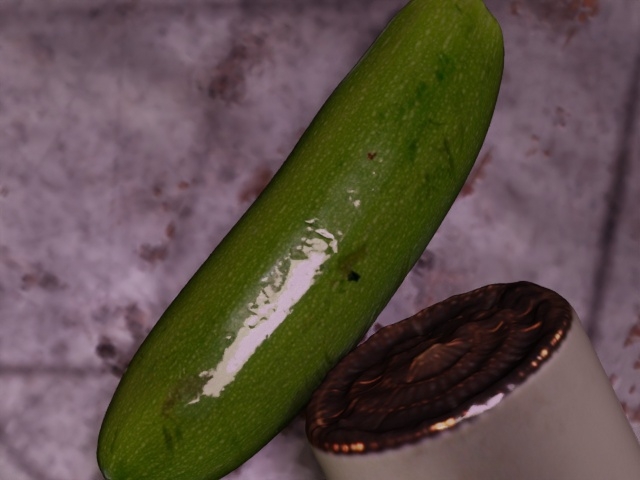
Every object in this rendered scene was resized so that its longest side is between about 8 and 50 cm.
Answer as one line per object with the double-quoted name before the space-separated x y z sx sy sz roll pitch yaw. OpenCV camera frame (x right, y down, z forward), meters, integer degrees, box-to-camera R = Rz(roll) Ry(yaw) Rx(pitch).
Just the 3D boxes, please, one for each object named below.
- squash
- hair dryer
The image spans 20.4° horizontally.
"squash" 0.001 0.002 0.827 0.082 0.082 0.292 37 76 -2
"hair dryer" -0.017 0.184 0.771 0.362 0.128 0.203 -27 108 2
